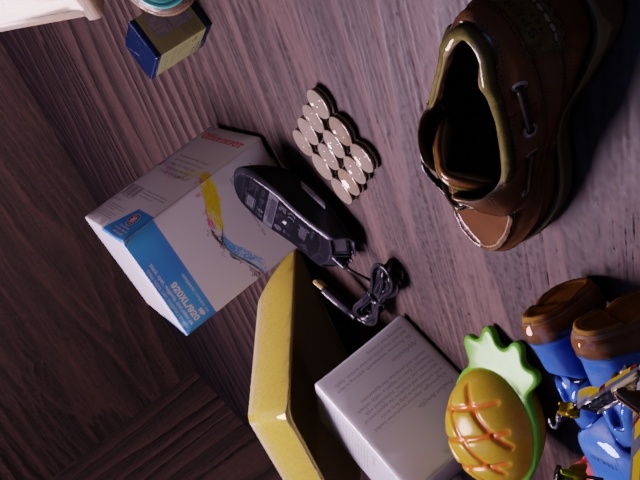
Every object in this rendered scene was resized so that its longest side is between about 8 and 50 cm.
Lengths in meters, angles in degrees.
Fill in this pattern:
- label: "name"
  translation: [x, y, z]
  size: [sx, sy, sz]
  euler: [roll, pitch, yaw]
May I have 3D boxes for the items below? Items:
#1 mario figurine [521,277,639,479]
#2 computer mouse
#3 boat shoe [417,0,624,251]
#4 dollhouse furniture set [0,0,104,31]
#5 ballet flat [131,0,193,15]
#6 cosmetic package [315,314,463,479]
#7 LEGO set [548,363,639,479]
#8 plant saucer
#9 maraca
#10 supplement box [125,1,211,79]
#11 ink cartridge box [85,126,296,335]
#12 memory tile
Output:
- label: "mario figurine"
  translation: [0.285, 0.179, 0.752]
  size: [0.198, 0.170, 0.320]
  euler: [-62, -47, -69]
- label: "computer mouse"
  translation: [0.000, 0.000, 1.188]
  size: [0.262, 0.060, 0.184]
  euler: [36, 155, 14]
- label: "boat shoe"
  translation: [0.115, -0.075, 0.653]
  size: [0.111, 0.104, 0.307]
  euler: [44, 161, 26]
- label: "dollhouse furniture set"
  translation: [-0.388, -0.429, 0.999]
  size: [0.362, 0.256, 0.394]
  euler: [70, -167, -63]
- label: "ballet flat"
  translation: [-0.222, -0.391, 0.940]
  size: [0.342, 0.116, 0.124]
  euler: [57, -177, -12]
- label: "cosmetic package"
  translation: [0.108, 0.230, 1.185]
  size: [0.183, 0.151, 0.151]
  euler: [47, 163, 23]
- label: "LEGO set"
  translation: [0.246, 0.109, 0.472]
  size: [0.255, 0.192, 0.331]
  euler: [5, 149, 17]
- label: "plant saucer"
  translation: [-0.024, 0.237, 1.360]
  size: [0.333, 0.081, 0.332]
  euler: [-89, -18, -50]
- label: "maraca"
  translation: [0.190, 0.183, 0.986]
  size: [0.127, 0.099, 0.185]
  euler: [26, 123, 46]
- label: "supplement box"
  translation: [-0.190, -0.254, 1.132]
  size: [0.056, 0.083, 0.083]
  euler: [54, 163, -3]
- label: "ink cartridge box"
  translation: [-0.166, -0.022, 1.272]
  size: [0.171, 0.233, 0.168]
  euler: [23, 148, 58]
- label: "memory tile"
  translation: [0.015, -0.102, 1.017]
  size: [0.113, 0.012, 0.148]
  euler: [51, 162, 6]
